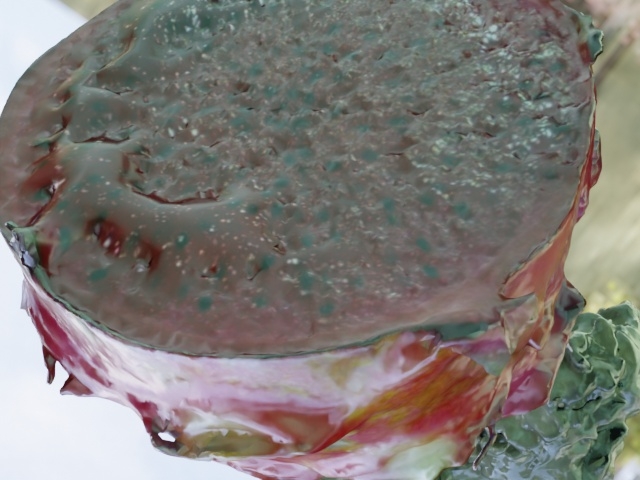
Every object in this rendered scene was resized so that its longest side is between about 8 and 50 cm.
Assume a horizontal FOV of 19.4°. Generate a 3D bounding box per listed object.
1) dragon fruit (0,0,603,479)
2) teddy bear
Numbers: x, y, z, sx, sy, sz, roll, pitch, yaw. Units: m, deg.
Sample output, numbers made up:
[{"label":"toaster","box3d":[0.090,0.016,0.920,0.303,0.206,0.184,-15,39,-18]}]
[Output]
[{"label":"dragon fruit","box3d":[0.000,0.000,1.126,0.386,0.371,0.249,51,162,42]},{"label":"teddy bear","box3d":[0.140,0.190,1.529,0.357,0.367,0.224,-32,-93,-41]}]
